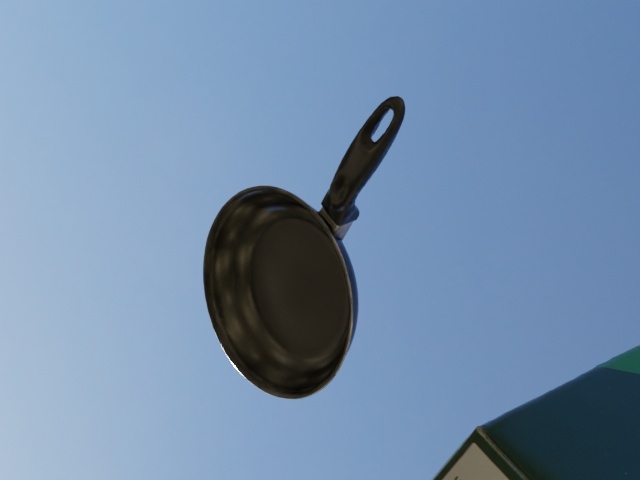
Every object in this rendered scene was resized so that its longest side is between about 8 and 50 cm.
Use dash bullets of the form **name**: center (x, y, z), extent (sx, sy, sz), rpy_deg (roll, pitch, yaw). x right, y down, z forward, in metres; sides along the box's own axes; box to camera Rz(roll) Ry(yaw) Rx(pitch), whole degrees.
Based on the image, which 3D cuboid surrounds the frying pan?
- **frying pan**: center (-0.021, -0.011, 1.101), extent (0.197, 0.053, 0.326), rpy_deg (33, -60, 36)

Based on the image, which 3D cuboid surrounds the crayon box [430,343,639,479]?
- **crayon box**: center (0.106, 0.219, 0.732), extent (0.106, 0.313, 0.363), rpy_deg (46, -58, 21)
